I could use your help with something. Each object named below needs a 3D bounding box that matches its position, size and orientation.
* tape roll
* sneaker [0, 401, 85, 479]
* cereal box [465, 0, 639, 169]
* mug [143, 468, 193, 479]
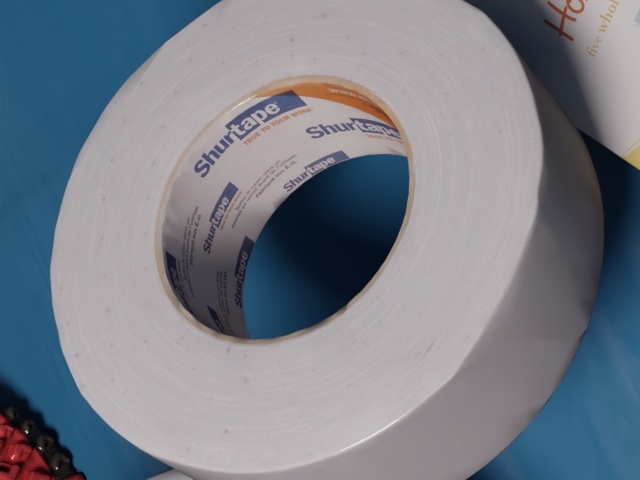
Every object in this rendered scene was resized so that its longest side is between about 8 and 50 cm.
[{"bbox_3d":[0.000,0.000,0.748,0.219,0.072,0.219,-12,62,25],"label":"tape roll"},{"bbox_3d":[-0.184,0.218,1.030,0.125,0.104,0.261,-27,80,40],"label":"sneaker"},{"bbox_3d":[0.115,-0.145,0.768,0.240,0.047,0.173,37,120,28],"label":"cereal box"},{"bbox_3d":[-0.043,0.295,0.800,0.374,0.276,0.328,-35,63,17],"label":"mug"}]
